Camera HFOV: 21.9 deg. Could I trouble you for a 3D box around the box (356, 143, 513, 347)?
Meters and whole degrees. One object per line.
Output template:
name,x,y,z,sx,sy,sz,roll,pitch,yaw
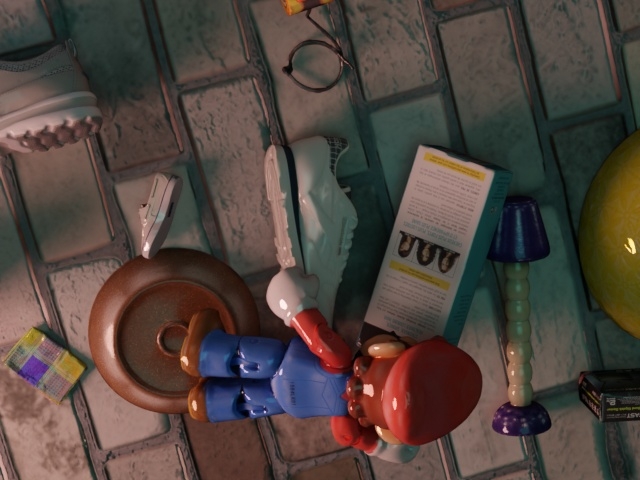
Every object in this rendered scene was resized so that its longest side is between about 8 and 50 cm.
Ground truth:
box,0.129,0.022,1.868,0.100,0.060,0.244,22,101,27

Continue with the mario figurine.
mario figurine,0.021,0.141,1.816,0.320,0.198,0.170,4,67,15

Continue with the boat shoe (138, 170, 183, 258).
boat shoe,-0.187,-0.030,1.858,0.035,0.035,0.100,23,103,17

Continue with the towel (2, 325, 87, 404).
towel,-0.314,0.143,1.887,0.083,0.009,0.060,41,95,-13

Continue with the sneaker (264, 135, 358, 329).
sneaker,0.000,0.000,1.862,0.094,0.090,0.235,-10,106,-16

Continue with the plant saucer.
plant saucer,-0.166,0.108,1.886,0.198,0.036,0.199,-2,102,-8

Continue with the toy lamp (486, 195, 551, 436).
toy lamp,0.230,0.086,1.909,0.080,0.080,0.275,-7,104,-6

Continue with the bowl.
bowl,0.451,0.005,1.879,0.289,0.156,0.290,-1,102,-6

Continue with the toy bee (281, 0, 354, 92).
toy bee,-0.019,-0.310,1.751,0.195,0.162,0.298,-40,104,0

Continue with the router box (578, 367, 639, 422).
router box,0.373,0.180,1.938,0.122,0.092,0.038,-3,102,-7

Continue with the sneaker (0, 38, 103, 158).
sneaker,-0.380,-0.143,1.791,0.281,0.105,0.115,-11,74,-3
